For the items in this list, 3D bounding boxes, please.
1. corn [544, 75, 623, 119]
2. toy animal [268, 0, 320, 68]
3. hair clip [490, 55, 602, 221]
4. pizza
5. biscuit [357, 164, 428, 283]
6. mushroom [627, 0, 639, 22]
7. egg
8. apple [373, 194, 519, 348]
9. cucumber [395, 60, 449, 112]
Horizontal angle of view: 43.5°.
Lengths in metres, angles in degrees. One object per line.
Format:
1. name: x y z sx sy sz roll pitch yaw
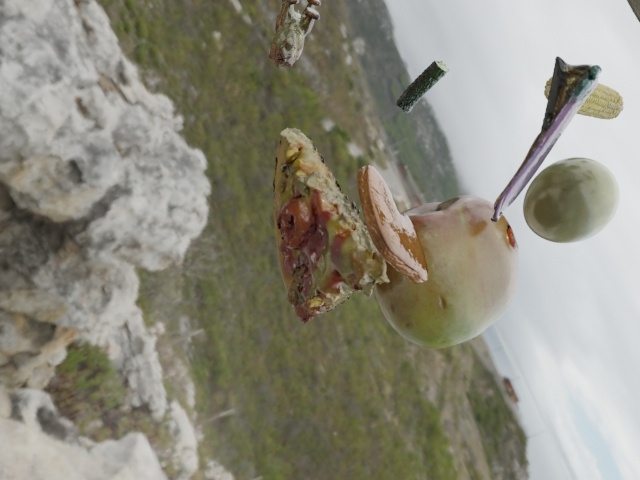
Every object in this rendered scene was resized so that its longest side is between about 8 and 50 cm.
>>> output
1. corn: 0.670 -0.366 2.046 0.244 0.093 0.093 9 49 -36
2. toy animal: -0.073 -0.509 1.906 0.097 0.158 0.312 24 25 -15
3. hair clip: 0.429 -0.191 1.563 0.095 0.359 0.110 15 27 -13
4. pizza: 0.000 0.000 1.657 0.406 0.130 0.440 25 -56 60
5. biscuit: 0.129 -0.031 1.404 0.192 0.036 0.186 39 34 -48
6. mushroom: 0.591 -0.481 1.459 0.270 0.103 0.118 60 27 10
7. egg: 0.556 -0.087 1.798 0.241 0.186 0.186 -32 -100 60
8. apple: 0.278 0.070 1.771 0.338 0.338 0.305 -46 118 -79
9. cucumber: 0.288 -0.440 2.289 0.058 0.187 0.058 25 43 -26
